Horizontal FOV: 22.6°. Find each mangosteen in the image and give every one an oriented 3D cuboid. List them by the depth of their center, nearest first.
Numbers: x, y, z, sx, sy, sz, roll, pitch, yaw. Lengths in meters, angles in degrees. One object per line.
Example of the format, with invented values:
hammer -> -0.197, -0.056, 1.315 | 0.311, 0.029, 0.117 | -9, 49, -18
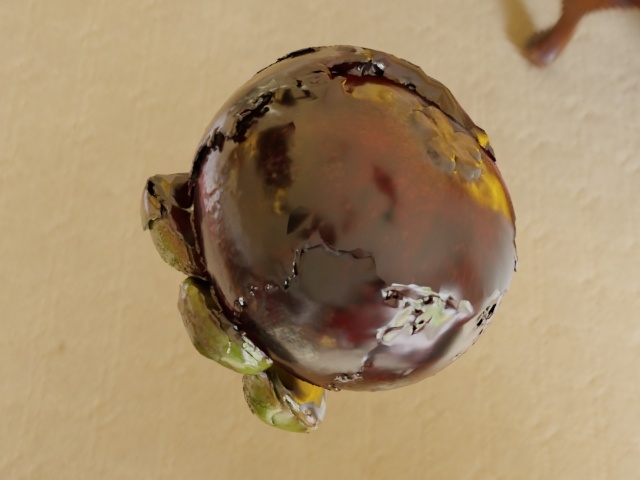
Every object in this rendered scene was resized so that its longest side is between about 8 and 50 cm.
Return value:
mangosteen -> 0.000, 0.000, 0.758 | 0.166, 0.180, 0.166 | 40, 24, -23
